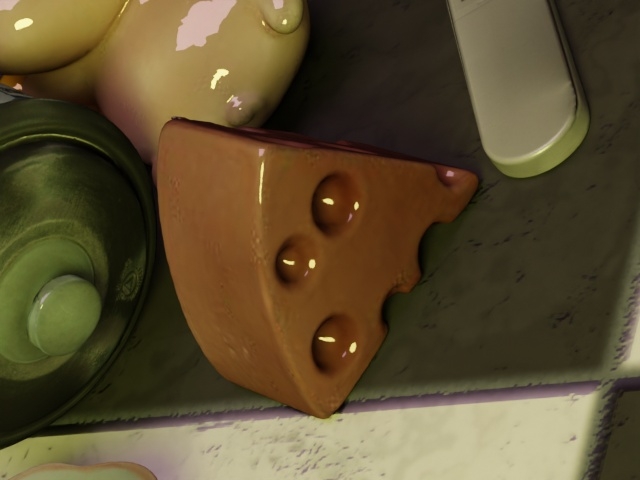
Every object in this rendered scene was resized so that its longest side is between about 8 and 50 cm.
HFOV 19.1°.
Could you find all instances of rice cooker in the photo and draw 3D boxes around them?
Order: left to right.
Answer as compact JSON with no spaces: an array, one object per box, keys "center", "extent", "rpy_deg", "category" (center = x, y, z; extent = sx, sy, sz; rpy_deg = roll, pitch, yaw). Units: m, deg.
[{"center":[-0.268,0.002,1.363],"extent":[0.264,0.316,0.316],"rpy_deg":[-33,28,-32],"category":"rice cooker"}]

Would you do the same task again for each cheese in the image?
[{"center":[-0.016,0.020,1.271],"extent":[0.128,0.203,0.177],"rpy_deg":[17,98,46],"category":"cheese"}]

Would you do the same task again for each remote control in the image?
[{"center":[0.137,-0.134,1.341],"extent":[0.077,0.022,0.245],"rpy_deg":[-28,39,17],"category":"remote control"}]

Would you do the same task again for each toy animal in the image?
[{"center":[-0.193,-0.177,1.504],"extent":[0.277,0.247,0.345],"rpy_deg":[-48,38,0],"category":"toy animal"}]

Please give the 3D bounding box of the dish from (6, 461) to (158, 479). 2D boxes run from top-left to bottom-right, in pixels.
[{"center":[-0.170,0.250,1.212],"extent":[0.229,0.081,0.229],"rpy_deg":[-23,39,21],"category":"dish"}]
